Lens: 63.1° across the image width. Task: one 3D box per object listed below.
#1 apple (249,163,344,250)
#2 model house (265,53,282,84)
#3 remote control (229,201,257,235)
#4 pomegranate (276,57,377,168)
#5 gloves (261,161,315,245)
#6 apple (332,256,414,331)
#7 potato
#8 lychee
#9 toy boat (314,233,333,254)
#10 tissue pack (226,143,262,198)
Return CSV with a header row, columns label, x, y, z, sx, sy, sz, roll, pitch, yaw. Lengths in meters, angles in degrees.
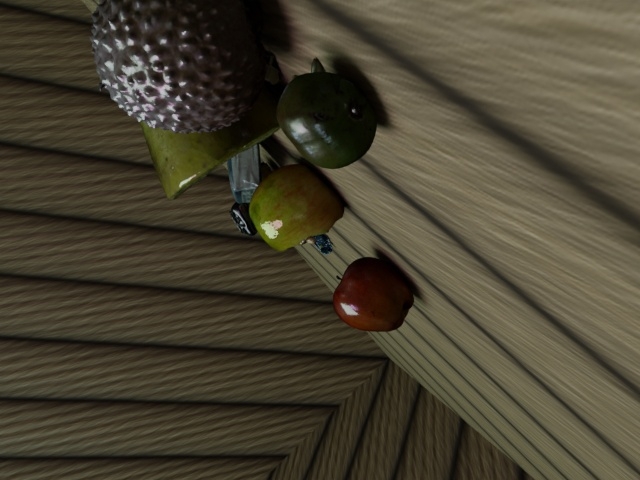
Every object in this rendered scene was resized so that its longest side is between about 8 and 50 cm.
label,x,y,z,sx,sy,sz,roll,pitch,yaw
apple,-0.072,-0.078,1.432,0.246,0.226,0.246,48,175,6
model house,-0.119,-0.346,1.028,0.083,0.057,0.058,24,-170,24
remote control,-0.245,-0.142,1.960,0.144,0.062,0.399,61,-160,-16
pomegranate,0.006,-0.201,0.815,0.152,0.131,0.191,46,-163,-31
gloves,-0.140,-0.121,1.867,0.356,0.155,0.203,44,176,0
apple,0.145,0.158,1.490,0.234,0.234,0.234,47,172,8
potato,-0.238,-0.298,1.077,0.280,0.330,0.213,55,154,-7
lychee,-0.227,-0.325,0.855,0.300,0.300,0.300,47,172,8
toy boat,0.000,0.000,2.046,0.137,0.060,0.061,58,-172,-23
tissue pack,-0.235,-0.245,1.612,0.316,0.103,0.228,155,111,-82
